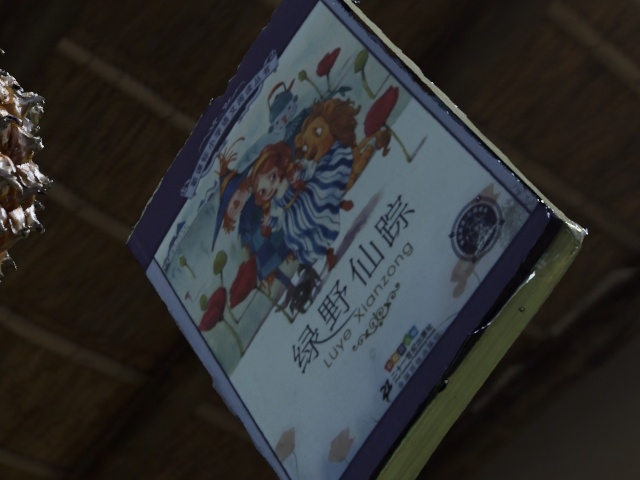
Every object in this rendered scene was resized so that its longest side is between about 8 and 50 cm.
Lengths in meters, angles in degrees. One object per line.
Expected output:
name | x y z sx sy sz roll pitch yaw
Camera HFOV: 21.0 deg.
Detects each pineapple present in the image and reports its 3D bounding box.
pineapple | -0.211 -0.055 0.976 0.137 0.176 0.161 -30 -35 -44

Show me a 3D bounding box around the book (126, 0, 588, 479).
book | -0.001 0.000 0.692 0.026 0.231 0.157 24 -72 -36
